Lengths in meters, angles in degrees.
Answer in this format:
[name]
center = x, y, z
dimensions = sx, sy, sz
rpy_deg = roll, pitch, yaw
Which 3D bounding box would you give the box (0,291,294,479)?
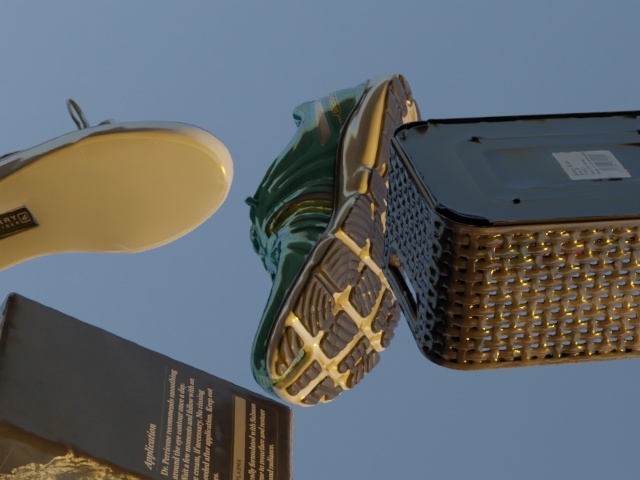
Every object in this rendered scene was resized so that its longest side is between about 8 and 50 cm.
[box]
center = -0.118, 0.132, 0.755
dimensions = 0.156, 0.158, 0.093
rpy_deg = -54, -159, 31

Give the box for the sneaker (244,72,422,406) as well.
[sneaker]
center = 0.000, 0.000, 1.068
dimensions = 0.110, 0.107, 0.275
rpy_deg = -6, -135, 27

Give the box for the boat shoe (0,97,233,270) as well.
[boat shoe]
center = -0.252, -0.055, 1.516
dimensions = 0.367, 0.136, 0.156
rpy_deg = -18, -151, 16

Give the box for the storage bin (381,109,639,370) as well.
[storage bin]
center = 0.131, -0.004, 0.799
dimensions = 0.180, 0.084, 0.122
rpy_deg = -4, -151, -11
